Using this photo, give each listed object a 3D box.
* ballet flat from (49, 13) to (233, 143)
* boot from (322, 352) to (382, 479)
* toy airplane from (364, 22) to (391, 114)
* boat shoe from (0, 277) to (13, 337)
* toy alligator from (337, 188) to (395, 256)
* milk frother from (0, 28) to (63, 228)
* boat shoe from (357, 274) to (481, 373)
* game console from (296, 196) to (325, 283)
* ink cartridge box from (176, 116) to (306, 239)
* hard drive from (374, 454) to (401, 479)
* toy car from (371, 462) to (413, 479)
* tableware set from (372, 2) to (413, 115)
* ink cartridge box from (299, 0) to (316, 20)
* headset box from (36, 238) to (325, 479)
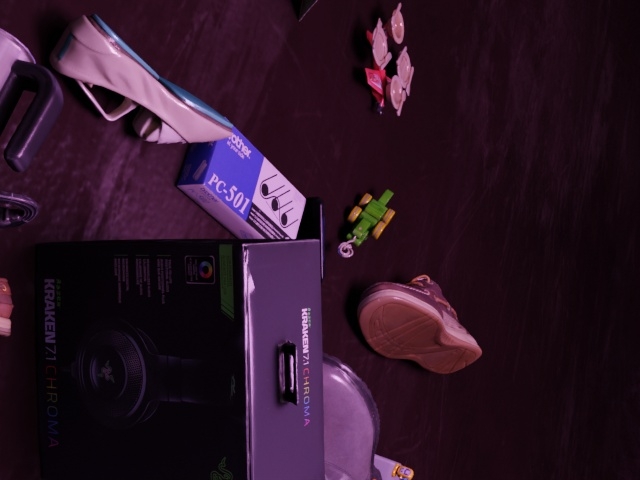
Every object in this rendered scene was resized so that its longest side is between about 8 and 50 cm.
[{"bbox_3d":[-0.194,-0.155,1.017,0.248,0.086,0.086,36,60,-50],"label":"ballet flat"},{"bbox_3d":[-0.006,0.336,1.267,0.222,0.118,0.338,-49,131,-45],"label":"boot"},{"bbox_3d":[0.095,-0.279,1.518,0.151,0.028,0.151,0,90,-64],"label":"toy airplane"},{"bbox_3d":[-0.334,0.039,0.797,0.178,0.064,0.060,35,55,-60],"label":"boat shoe"},{"bbox_3d":[0.065,-0.017,1.452,0.189,0.056,0.051,-51,172,-45],"label":"toy alligator"},{"bbox_3d":[-0.300,-0.096,0.835,0.143,0.129,0.134,124,-14,-63],"label":"milk frother"},{"bbox_3d":[0.157,0.124,1.562,0.342,0.123,0.123,29,36,-49],"label":"boat shoe"},{"bbox_3d":[0.000,0.000,1.323,0.107,0.071,0.122,-3,93,-58],"label":"game console"},{"bbox_3d":[-0.096,-0.061,1.193,0.207,0.046,0.097,43,53,-49],"label":"ink cartridge box"},{"bbox_3d":[0.087,0.398,1.509,0.135,0.022,0.094,35,61,-53],"label":"hard drive"},{"bbox_3d":[0.103,0.349,1.335,0.122,0.041,0.060,-42,138,-49],"label":"toy car"},{"bbox_3d":[0.122,-0.296,1.515,0.141,0.020,0.168,-66,146,-42],"label":"tableware set"},{"bbox_3d":[0.006,-0.420,1.247,0.056,0.235,0.171,16,74,-21],"label":"ink cartridge box"},{"bbox_3d":[-0.131,0.121,0.912,0.131,0.283,0.246,-3,94,-59],"label":"headset box"}]
